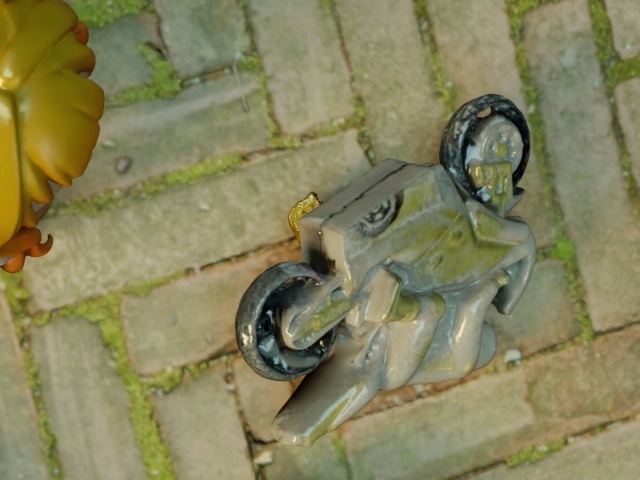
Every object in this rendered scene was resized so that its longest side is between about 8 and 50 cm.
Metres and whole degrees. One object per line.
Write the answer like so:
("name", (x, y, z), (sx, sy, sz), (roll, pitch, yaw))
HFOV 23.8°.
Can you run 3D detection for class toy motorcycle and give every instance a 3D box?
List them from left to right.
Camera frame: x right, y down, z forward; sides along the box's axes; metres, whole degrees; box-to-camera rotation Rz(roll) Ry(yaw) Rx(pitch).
("toy motorcycle", (0.075, 0.040, 1.277), (0.340, 0.107, 0.223), (-37, 122, -27))

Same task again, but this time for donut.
("donut", (0.000, 0.000, 1.301), (0.038, 0.083, 0.067), (-30, 60, 0))

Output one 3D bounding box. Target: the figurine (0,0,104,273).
("figurine", (-0.266, -0.090, 1.106), (0.196, 0.323, 0.320), (14, 80, -14))
